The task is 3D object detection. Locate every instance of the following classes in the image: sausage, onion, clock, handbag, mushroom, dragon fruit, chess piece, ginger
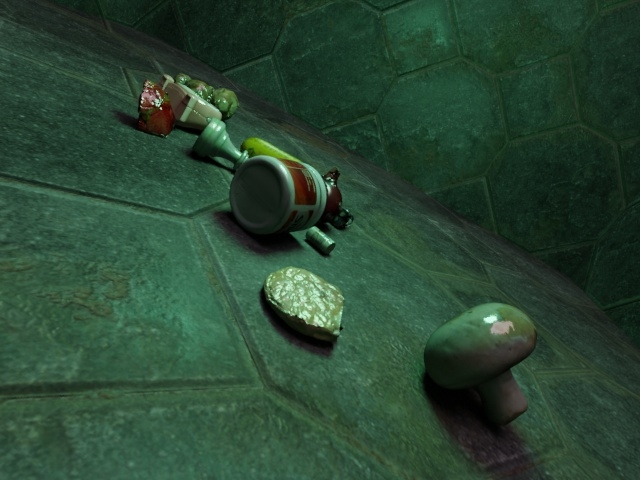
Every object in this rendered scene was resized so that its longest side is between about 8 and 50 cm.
[{"bbox_3d":[-0.168,-0.275,1.506,0.347,0.123,0.123,32,19,20],"label":"sausage"},{"bbox_3d":[0.012,-0.152,1.391,0.173,0.198,0.135,36,-10,26],"label":"onion"},{"bbox_3d":[-0.506,-0.507,1.621,0.227,0.142,0.241,40,13,25],"label":"clock"},{"bbox_3d":[0.077,-0.098,1.514,0.115,0.072,0.139,39,18,29],"label":"handbag"},{"bbox_3d":[0.346,0.254,0.855,0.243,0.244,0.243,26,20,-10],"label":"mushroom"},{"bbox_3d":[-0.537,-0.433,1.361,0.127,0.161,0.120,4,28,-29],"label":"dragon fruit"},{"bbox_3d":[-0.289,-0.285,1.411,0.271,0.139,0.139,36,17,-18],"label":"chess piece"},{"bbox_3d":[-0.532,-0.664,1.906,0.304,0.155,0.245,19,24,-29],"label":"ginger"}]

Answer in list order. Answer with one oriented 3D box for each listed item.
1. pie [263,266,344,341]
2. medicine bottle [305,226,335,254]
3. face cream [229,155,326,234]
[{"bbox_3d":[-0.032,0.121,0.861,0.185,0.052,0.218,30,22,-5],"label":"pie"},{"bbox_3d":[0.000,0.000,1.204,0.083,0.047,0.047,40,22,25],"label":"medicine bottle"},{"bbox_3d":[-0.113,-0.119,1.106,0.201,0.201,0.187,38,21,23],"label":"face cream"}]
